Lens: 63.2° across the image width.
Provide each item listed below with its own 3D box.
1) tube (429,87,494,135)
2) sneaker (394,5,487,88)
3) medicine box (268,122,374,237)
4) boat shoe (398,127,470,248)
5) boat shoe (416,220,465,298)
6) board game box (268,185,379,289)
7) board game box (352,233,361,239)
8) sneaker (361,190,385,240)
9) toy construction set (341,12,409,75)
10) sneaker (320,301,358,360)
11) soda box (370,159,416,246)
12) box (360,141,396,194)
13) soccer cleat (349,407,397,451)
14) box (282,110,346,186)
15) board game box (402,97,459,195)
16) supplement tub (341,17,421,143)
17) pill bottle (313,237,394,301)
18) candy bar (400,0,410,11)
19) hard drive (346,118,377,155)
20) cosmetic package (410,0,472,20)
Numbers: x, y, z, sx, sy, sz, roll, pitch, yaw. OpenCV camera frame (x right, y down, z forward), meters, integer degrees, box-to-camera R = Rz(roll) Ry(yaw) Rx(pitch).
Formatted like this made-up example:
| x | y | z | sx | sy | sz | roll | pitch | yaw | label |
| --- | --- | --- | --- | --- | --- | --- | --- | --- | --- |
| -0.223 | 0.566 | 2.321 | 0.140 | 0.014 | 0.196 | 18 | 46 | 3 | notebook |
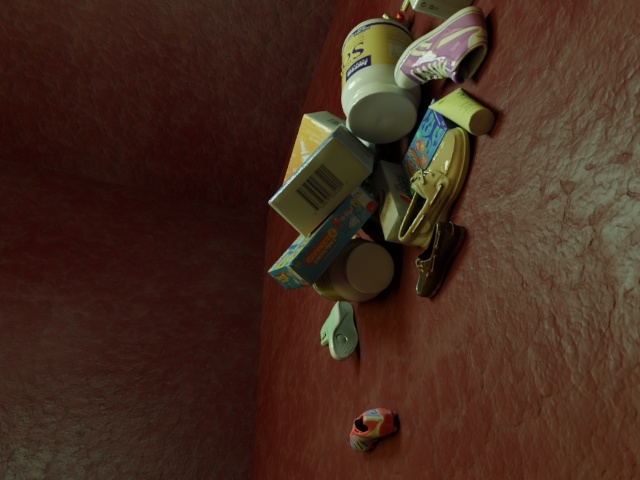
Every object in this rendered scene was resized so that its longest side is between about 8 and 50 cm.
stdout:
| x | y | z | sx | sy | sz | roll | pitch | yaw | label |
| --- | --- | --- | --- | --- | --- | --- | --- | --- | --- |
| 0.331 | -0.310 | 1.226 | 0.240 | 0.069 | 0.062 | -104 | 23 | -61 | tube |
| 0.294 | -0.438 | 1.307 | 0.282 | 0.102 | 0.161 | -33 | 50 | 48 | sneaker |
| 0.013 | -0.183 | 1.509 | 0.263 | 0.149 | 0.289 | -45 | 8 | 18 | medicine box |
| 0.270 | -0.127 | 1.251 | 0.109 | 0.098 | 0.303 | -113 | 37 | -67 | boat shoe |
| 0.260 | 0.044 | 1.211 | 0.073 | 0.073 | 0.207 | -104 | 27 | -58 | boat shoe |
| 0.000 | 0.000 | 1.537 | 0.308 | 0.086 | 0.302 | -49 | 7 | -17 | board game box |
| 0.092 | 0.018 | 1.993 | 0.281 | 0.027 | 0.145 | -125 | 47 | -72 | board game box |
| 0.166 | -0.095 | 1.660 | 0.262 | 0.121 | 0.099 | 45 | 158 | 49 | sneaker |
| 0.191 | -0.636 | 1.825 | 0.151 | 0.214 | 0.328 | 60 | 135 | 40 | toy construction set |
| 0.054 | 0.336 | 1.736 | 0.256 | 0.094 | 0.151 | -82 | 16 | -57 | sneaker |
| 0.216 | -0.110 | 1.457 | 0.286 | 0.097 | 0.091 | -97 | 23 | -51 | soda box |
| 0.168 | -0.298 | 1.852 | 0.257 | 0.079 | 0.322 | -96 | 22 | -56 | box |
| 0.115 | 0.495 | 1.366 | 0.248 | 0.095 | 0.083 | 121 | 156 | -53 | soccer cleat |
| 0.011 | -0.312 | 2.094 | 0.168 | 0.215 | 0.346 | -27 | -36 | -51 | box |
| 0.289 | -0.243 | 1.377 | 0.160 | 0.047 | 0.210 | -95 | 20 | -49 | board game box |
| 0.183 | -0.487 | 1.597 | 0.241 | 0.240 | 0.332 | 120 | 157 | -52 | supplement tub |
| 0.095 | 0.093 | 1.585 | 0.334 | 0.187 | 0.188 | 160 | 121 | -73 | pill bottle |
| 0.322 | -0.882 | 1.834 | 0.162 | 0.018 | 0.040 | 118 | 159 | -47 | candy bar |
| 0.136 | -0.362 | 1.781 | 0.210 | 0.040 | 0.319 | 120 | 157 | -52 | hard drive |
| 0.358 | -0.779 | 1.320 | 0.366 | 0.155 | 0.197 | 116 | 160 | -44 | cosmetic package |
